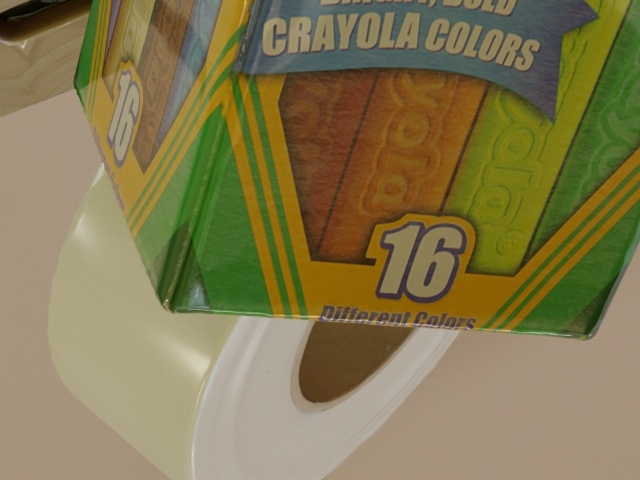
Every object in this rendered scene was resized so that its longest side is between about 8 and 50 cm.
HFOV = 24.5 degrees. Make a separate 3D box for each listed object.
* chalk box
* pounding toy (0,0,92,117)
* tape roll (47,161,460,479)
[{"bbox_3d":[0.030,-0.098,0.379,0.132,0.213,0.132,5,-149,-24],"label":"chalk box"},{"bbox_3d":[-0.122,-0.116,0.549,0.100,0.141,0.130,56,-163,-55],"label":"pounding toy"},{"bbox_3d":[0.000,0.000,0.749,0.100,0.286,0.286,36,-138,22],"label":"tape roll"}]
